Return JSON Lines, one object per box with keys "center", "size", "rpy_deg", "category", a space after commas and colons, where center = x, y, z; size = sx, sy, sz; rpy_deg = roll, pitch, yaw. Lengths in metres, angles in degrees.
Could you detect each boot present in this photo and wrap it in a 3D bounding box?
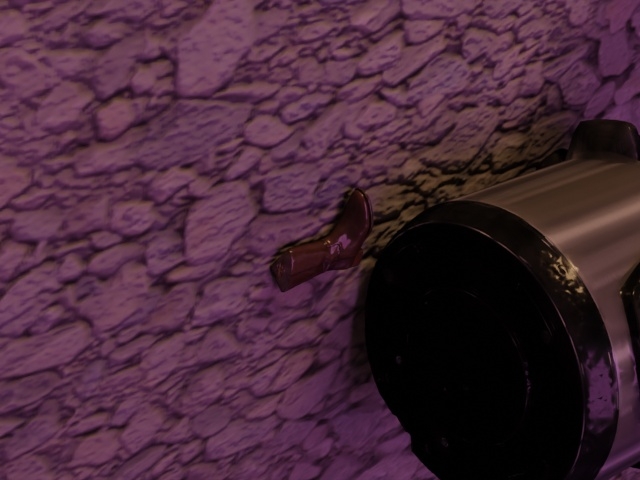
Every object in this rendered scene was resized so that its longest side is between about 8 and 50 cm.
{"center": [0.000, 0.000, 1.511], "size": [0.114, 0.037, 0.106], "rpy_deg": [-15, 127, -33], "category": "boot"}

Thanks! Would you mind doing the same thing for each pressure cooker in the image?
{"center": [0.309, 0.081, 1.638], "size": [0.420, 0.375, 0.370], "rpy_deg": [-18, 150, -38], "category": "pressure cooker"}
